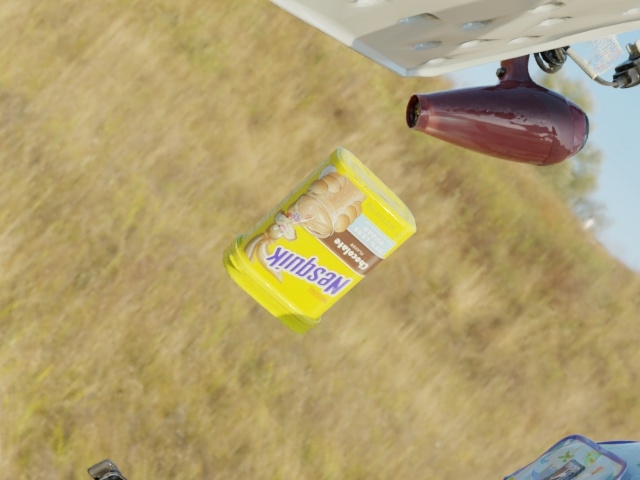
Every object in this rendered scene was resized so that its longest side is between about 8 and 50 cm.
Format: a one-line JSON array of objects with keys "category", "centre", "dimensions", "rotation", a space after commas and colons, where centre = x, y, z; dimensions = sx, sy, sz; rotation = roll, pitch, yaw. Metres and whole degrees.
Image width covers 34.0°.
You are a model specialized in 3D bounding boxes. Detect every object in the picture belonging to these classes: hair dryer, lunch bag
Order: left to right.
[{"category": "hair dryer", "centre": [0.201, -0.180, 1.097], "dimensions": [0.224, 0.293, 0.080], "rotation": [49, -28, 8]}, {"category": "lunch bag", "centre": [0.233, 0.214, 0.848], "dimensions": [0.129, 0.151, 0.096], "rotation": [-163, -110, -83]}]

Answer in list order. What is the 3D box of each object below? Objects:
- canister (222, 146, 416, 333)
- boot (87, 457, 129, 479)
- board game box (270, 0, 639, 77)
[{"category": "canister", "centre": [0.000, 0.000, 1.092], "dimensions": [0.126, 0.170, 0.073], "rotation": [42, 19, -17]}, {"category": "boot", "centre": [-0.115, 0.307, 0.845], "dimensions": [0.263, 0.091, 0.229], "rotation": [59, -10, 13]}, {"category": "board game box", "centre": [0.161, -0.136, 0.283], "dimensions": [0.390, 0.389, 0.050], "rotation": [-2, 81, -72]}]
